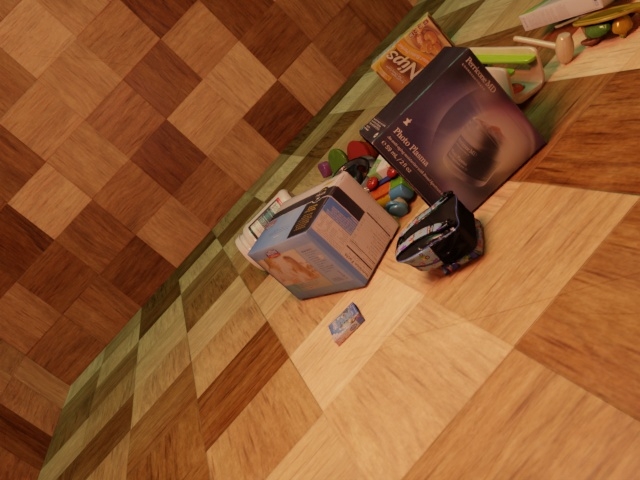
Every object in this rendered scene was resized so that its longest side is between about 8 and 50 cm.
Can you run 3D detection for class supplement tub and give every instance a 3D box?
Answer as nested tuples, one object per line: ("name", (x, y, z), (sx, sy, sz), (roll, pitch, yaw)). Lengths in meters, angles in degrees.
("supplement tub", (-0.165, -0.038, 2.175), (0.272, 0.191, 0.191), (-44, 18, 9))

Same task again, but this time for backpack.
("backpack", (0.251, 0.002, 1.265), (0.173, 0.117, 0.158), (-37, 21, 28))

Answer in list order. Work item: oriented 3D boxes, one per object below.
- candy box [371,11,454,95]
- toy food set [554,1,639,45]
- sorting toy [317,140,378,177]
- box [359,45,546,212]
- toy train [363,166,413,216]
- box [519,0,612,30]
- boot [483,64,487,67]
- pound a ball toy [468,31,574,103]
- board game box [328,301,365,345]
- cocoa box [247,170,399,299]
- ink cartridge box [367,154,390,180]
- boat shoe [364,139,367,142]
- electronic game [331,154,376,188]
("candy box", (0.394, -0.797, 2.506), (0.316, 0.183, 0.087), (-36, 20, 30))
("toy food set", (0.706, -0.531, 1.451), (0.128, 0.071, 0.218), (-24, 19, -7))
("sorting toy", (0.126, -0.326, 2.310), (0.126, 0.127, 0.365), (-26, 7, -27))
("box", (0.304, -0.245, 1.372), (0.294, 0.296, 0.183), (-45, 18, 9))
("toy train", (0.174, -0.108, 1.724), (0.248, 0.105, 0.143), (-28, 40, 46))
("box", (0.742, -0.689, 1.617), (0.232, 0.058, 0.322), (-34, 18, -9))
("boot", (0.386, -0.476, 1.938), (0.260, 0.131, 0.348), (-18, 33, 57))
("pound a ball toy", (0.516, -0.466, 1.615), (0.208, 0.136, 0.319), (-36, 30, -16))
("board game box", (0.062, 0.203, 1.429), (0.090, 0.020, 0.090), (-47, 18, 5))
("cocoa box", (0.000, 0.000, 1.652), (0.347, 0.231, 0.228), (-19, 33, 55))
("ink cartridge box", (0.268, -0.257, 1.810), (0.212, 0.093, 0.154), (-23, 30, 55))
("boat shoe", (0.244, -0.433, 2.255), (0.073, 0.080, 0.223), (-60, 17, -20))
("electronic game", (0.113, -0.212, 2.091), (0.229, 0.048, 0.229), (-30, 38, 27))
